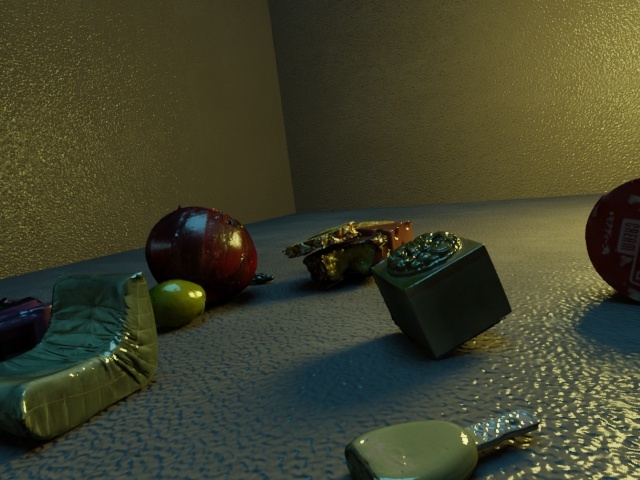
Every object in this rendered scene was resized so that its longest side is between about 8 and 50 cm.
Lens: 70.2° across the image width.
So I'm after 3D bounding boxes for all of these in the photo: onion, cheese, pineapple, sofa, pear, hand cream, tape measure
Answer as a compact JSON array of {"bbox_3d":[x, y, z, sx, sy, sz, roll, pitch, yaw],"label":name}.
[{"bbox_3d":[-0.290,0.045,1.133,0.276,0.276,0.276,-7,8,1],"label":"onion"},{"bbox_3d":[0.207,0.004,1.337,0.177,0.128,0.203,-13,9,-32],"label":"cheese"},{"bbox_3d":[0.000,0.000,1.184,0.221,0.047,0.221,-19,1,0],"label":"pineapple"},{"bbox_3d":[0.123,0.193,0.427,0.192,0.038,0.097,-11,10,-18],"label":"cheese"},{"bbox_3d":[-0.383,0.153,0.658,0.210,0.176,0.225,-2,9,30],"label":"sofa"},{"bbox_3d":[-0.314,0.134,0.981,0.131,0.107,0.107,-2,7,-15],"label":"pear"},{"bbox_3d":[0.596,-0.010,0.778,0.149,0.230,0.230,-13,10,-38],"label":"hand cream"},{"bbox_3d":[-0.578,0.172,0.789,0.231,0.149,0.245,-2,9,27],"label":"tape measure"}]

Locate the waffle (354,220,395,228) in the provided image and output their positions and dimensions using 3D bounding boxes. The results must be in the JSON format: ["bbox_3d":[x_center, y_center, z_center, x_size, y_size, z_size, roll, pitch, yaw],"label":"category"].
[{"bbox_3d":[0.180,-0.031,1.855,0.168,0.057,0.274,-1,11,34],"label":"waffle"}]

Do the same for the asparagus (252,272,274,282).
[{"bbox_3d":[-0.208,0.111,1.310,0.165,0.030,0.036,-6,-16,21],"label":"asparagus"}]

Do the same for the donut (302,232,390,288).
[{"bbox_3d":[0.071,0.053,1.191,0.230,0.096,0.216,-18,2,-12],"label":"donut"}]

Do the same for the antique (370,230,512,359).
[{"bbox_3d":[0.181,0.071,0.720,0.146,0.148,0.152,-30,15,-7],"label":"antique"}]
